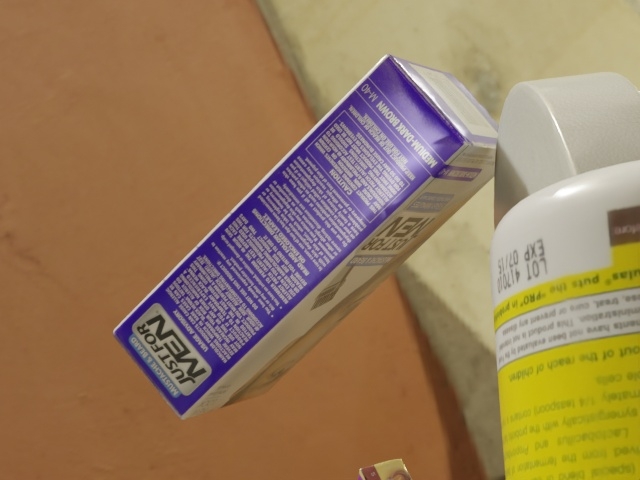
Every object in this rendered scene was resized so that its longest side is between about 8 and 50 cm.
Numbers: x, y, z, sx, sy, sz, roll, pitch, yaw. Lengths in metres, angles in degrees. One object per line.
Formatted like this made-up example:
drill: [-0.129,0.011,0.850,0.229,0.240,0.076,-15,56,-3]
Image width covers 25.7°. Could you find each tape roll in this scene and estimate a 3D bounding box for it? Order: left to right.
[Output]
tape roll: [0.199,0.072,1.032,0.392,0.072,0.392,172,90,-87]

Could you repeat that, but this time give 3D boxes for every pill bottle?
pill bottle: [0.113,0.091,0.401,0.117,0.117,0.215,16,-113,-48]

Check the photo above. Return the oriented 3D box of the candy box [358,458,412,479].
candy box: [0.074,0.336,1.506,0.053,0.186,0.109,-11,-134,-17]

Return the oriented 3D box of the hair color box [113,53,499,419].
hair color box: [0.000,0.000,1.215,0.110,0.339,0.185,51,-163,13]
